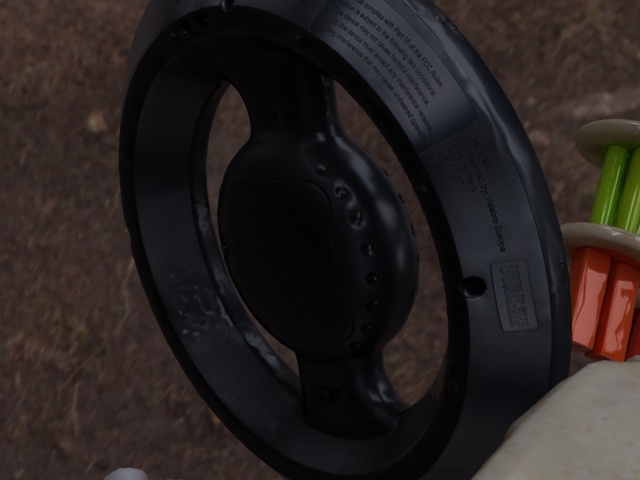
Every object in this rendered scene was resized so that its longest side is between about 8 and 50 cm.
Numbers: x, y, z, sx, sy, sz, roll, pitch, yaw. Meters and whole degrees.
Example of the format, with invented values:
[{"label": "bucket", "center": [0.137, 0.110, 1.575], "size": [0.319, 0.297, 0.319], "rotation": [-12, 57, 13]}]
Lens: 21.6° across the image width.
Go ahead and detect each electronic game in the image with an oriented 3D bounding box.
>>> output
[{"label": "electronic game", "center": [0.000, 0.000, 0.619], "size": [0.048, 0.229, 0.229], "rotation": [-24, 74, -37]}]

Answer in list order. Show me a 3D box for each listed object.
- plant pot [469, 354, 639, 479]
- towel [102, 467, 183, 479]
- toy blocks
[{"label": "plant pot", "center": [0.145, 0.198, 0.435], "size": [0.305, 0.334, 0.334], "rotation": [34, 55, 20]}, {"label": "towel", "center": [-0.133, 0.314, 0.823], "size": [0.053, 0.332, 0.317], "rotation": [12, 55, -14]}, {"label": "toy blocks", "center": [0.133, 0.039, 0.733], "size": [0.054, 0.123, 0.148], "rotation": [5, 69, 31]}]
